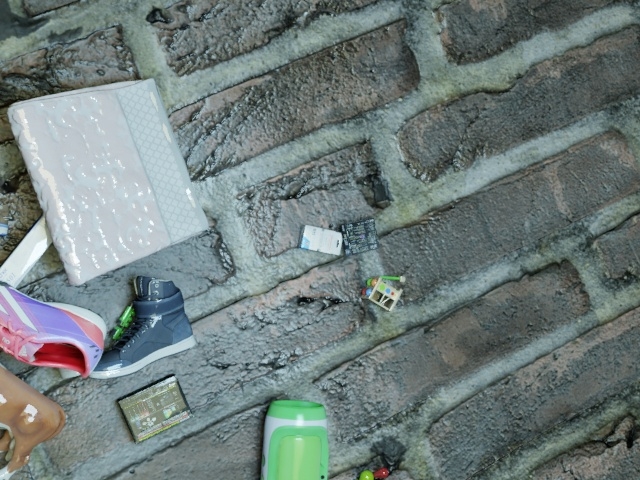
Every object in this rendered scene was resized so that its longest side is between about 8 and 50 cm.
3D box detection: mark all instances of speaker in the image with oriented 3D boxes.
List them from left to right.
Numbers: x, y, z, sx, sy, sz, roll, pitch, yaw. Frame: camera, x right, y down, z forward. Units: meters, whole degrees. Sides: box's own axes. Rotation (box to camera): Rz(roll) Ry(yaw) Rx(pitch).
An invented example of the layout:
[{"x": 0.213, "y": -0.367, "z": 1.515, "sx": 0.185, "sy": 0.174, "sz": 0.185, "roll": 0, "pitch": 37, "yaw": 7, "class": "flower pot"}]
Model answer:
[{"x": -0.055, "y": 0.469, "z": 1.908, "sx": 0.131, "sy": 0.131, "sz": 0.296, "roll": 5, "pitch": 88, "yaw": -18, "class": "speaker"}]

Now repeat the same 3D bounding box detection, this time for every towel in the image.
[{"x": -0.379, "y": -0.120, "z": 1.782, "sx": 0.317, "sy": 0.053, "sz": 0.331, "roll": -24, "pitch": 97, "yaw": -42, "class": "towel"}]

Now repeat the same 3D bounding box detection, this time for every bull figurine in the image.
[{"x": -0.612, "y": 0.281, "z": 1.740, "sx": 0.310, "sy": 0.101, "sz": 0.188, "roll": 40, "pitch": 82, "yaw": -11, "class": "bull figurine"}]

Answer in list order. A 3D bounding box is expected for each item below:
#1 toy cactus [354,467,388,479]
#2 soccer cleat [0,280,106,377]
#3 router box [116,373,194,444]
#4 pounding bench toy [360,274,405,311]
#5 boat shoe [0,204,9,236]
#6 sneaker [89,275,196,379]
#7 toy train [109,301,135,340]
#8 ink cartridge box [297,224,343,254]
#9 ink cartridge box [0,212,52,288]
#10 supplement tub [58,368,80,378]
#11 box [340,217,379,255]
[{"x": 0.071, "y": 0.575, "z": 1.975, "sx": 0.181, "sy": 0.112, "sz": 0.218, "roll": -4, "pitch": 93, "yaw": 0, "class": "toy cactus"}, {"x": -0.530, "y": 0.150, "z": 1.676, "sx": 0.318, "sy": 0.116, "sz": 0.108, "roll": 18, "pitch": 126, "yaw": -17, "class": "soccer cleat"}, {"x": -0.317, "y": 0.322, "z": 1.868, "sx": 0.122, "sy": 0.038, "sz": 0.092, "roll": -23, "pitch": 96, "yaw": -17, "class": "router box"}, {"x": 0.130, "y": 0.095, "z": 2.012, "sx": 0.065, "sy": 0.052, "sz": 0.083, "roll": 32, "pitch": 80, "yaw": -15, "class": "pounding bench toy"}, {"x": -0.655, "y": -0.055, "z": 1.753, "sx": 0.183, "sy": 0.066, "sz": 0.066, "roll": 13, "pitch": 80, "yaw": -28, "class": "boat shoe"}, {"x": -0.347, "y": 0.154, "z": 1.808, "sx": 0.226, "sy": 0.086, "sz": 0.163, "roll": -22, "pitch": 109, "yaw": -39, "class": "sneaker"}, {"x": -0.375, "y": 0.154, "z": 1.858, "sx": 0.083, "sy": 0.017, "sz": 0.024, "roll": -61, "pitch": 146, "yaw": -10, "class": "toy train"}, {"x": 0.000, "y": 0.000, "z": 1.983, "sx": 0.083, "sy": 0.028, "sz": 0.048, "roll": 13, "pitch": 85, "yaw": -18, "class": "ink cartridge box"}, {"x": -0.524, "y": 0.008, "z": 1.773, "sx": 0.046, "sy": 0.097, "sz": 0.207, "roll": 40, "pitch": 77, "yaw": -15, "class": "ink cartridge box"}, {"x": -0.462, "y": 0.195, "z": 1.805, "sx": 0.071, "sy": 0.071, "sz": 0.107, "roll": -17, "pitch": 94, "yaw": -18, "class": "supplement tub"}, {"x": 0.082, "y": -0.008, "z": 2.000, "sx": 0.083, "sy": 0.018, "sz": 0.067, "roll": -14, "pitch": 95, "yaw": -40, "class": "box"}]
